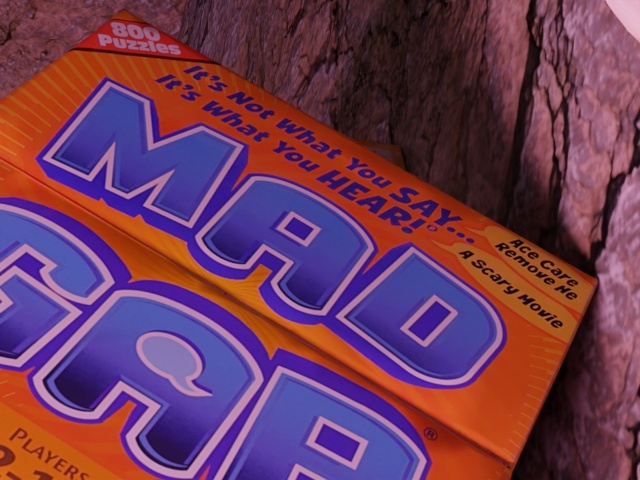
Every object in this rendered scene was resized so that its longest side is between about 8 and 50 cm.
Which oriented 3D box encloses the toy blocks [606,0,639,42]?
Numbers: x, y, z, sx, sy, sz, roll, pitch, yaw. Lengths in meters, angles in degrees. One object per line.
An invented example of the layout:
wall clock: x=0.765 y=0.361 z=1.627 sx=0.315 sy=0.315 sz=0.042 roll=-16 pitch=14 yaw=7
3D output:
toy blocks: x=0.224 y=-0.142 z=0.298 sx=0.260 sy=0.288 sz=0.309 roll=-40 pitch=49 yaw=1

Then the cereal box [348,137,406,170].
cereal box: x=0.000 y=0.000 z=1.061 sx=0.240 sy=0.173 sz=0.047 roll=-98 pitch=23 yaw=-45

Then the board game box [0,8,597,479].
board game box: x=-0.103 y=0.148 z=0.788 sx=0.356 sy=0.356 sz=0.356 roll=-51 pitch=-11 yaw=-47
